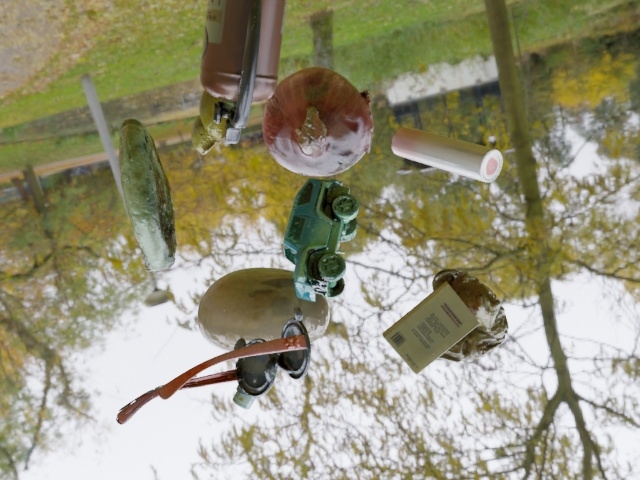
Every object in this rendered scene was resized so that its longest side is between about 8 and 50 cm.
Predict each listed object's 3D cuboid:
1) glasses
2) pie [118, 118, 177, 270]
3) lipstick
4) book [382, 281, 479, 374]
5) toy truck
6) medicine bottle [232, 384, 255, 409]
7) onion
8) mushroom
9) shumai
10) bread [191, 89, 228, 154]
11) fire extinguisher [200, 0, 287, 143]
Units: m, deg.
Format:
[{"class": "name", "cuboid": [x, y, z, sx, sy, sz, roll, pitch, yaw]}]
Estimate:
[{"class": "glasses", "cuboid": [-0.165, 0.193, 0.990, 0.269, 0.118, 0.234, 0, 159, -39]}, {"class": "pie", "cuboid": [-0.255, -0.064, 0.939, 0.054, 0.240, 0.240, -12, -170, -7]}, {"class": "lipstick", "cuboid": [0.329, -0.234, 1.686, 0.087, 0.087, 0.327, -20, -151, -31]}, {"class": "book", "cuboid": [0.303, 0.242, 1.735, 0.231, 0.161, 0.026, -39, -165, 2]}, {"class": "toy truck", "cuboid": [0.000, 0.000, 1.480, 0.156, 0.278, 0.155, 12, 158, 6]}, {"class": "medicine bottle", "cuboid": [-0.193, 0.384, 1.925, 0.124, 0.258, 0.079, 28, -179, -9]}, {"class": "onion", "cuboid": [-0.001, -0.360, 1.928, 0.354, 0.353, 0.353, -13, -170, 2]}, {"class": "mushroom", "cuboid": [-0.156, 0.228, 1.742, 0.363, 0.294, 0.362, 2, -171, 0]}, {"class": "shumai", "cuboid": [0.448, 0.193, 1.957, 0.314, 0.262, 0.267, -26, -148, -36]}, {"class": "bread", "cuboid": [-0.276, -0.298, 1.524, 0.065, 0.187, 0.149, 14, 145, -33]}, {"class": "fire extinguisher", "cuboid": [-0.112, -0.307, 0.875, 0.113, 0.375, 0.200, 11, -163, 6]}]
